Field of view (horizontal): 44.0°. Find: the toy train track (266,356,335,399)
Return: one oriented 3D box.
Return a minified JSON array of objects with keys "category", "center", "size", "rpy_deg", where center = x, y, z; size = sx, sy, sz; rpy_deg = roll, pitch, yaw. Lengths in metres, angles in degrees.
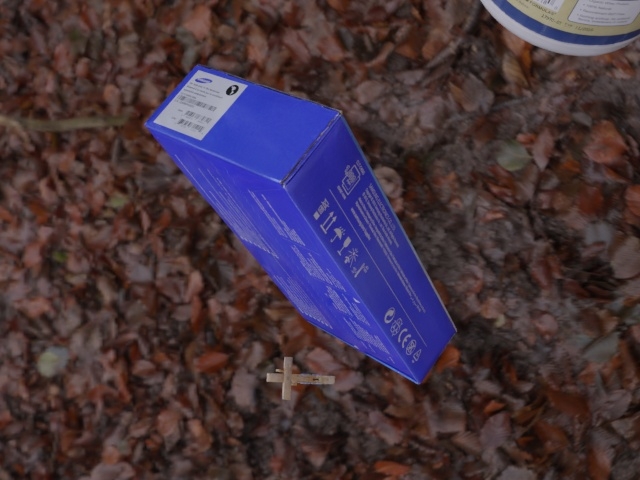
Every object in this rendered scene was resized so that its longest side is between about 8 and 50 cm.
[{"category":"toy train track","center":[-0.024,0.159,0.911],"size":[0.014,0.083,0.048],"rpy_deg":[164,111,-65]}]

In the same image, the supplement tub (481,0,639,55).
[{"category":"supplement tub","center":[0.290,-0.358,0.758],"size":[0.228,0.316,0.228],"rpy_deg":[3,65,-7]}]

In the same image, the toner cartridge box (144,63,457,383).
[{"category":"toner cartridge box","center":[0.000,0.000,0.725],"size":[0.165,0.348,0.075],"rpy_deg":[27,72,36]}]
